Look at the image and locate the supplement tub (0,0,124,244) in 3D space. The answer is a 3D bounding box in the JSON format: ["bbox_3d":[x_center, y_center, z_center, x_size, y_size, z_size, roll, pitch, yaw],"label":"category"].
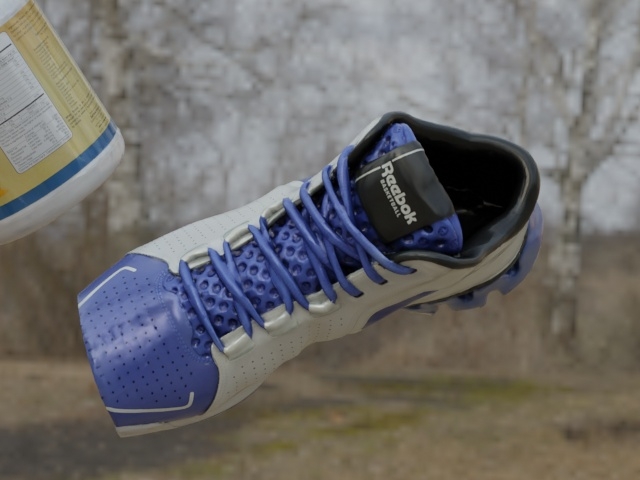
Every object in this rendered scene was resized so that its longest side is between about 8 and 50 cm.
[{"bbox_3d":[-0.255,-0.112,1.440,0.144,0.199,0.144,-28,19,11],"label":"supplement tub"}]

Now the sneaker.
[{"bbox_3d":[0.001,0.000,1.163,0.315,0.127,0.182,-20,-15,-11],"label":"sneaker"}]
